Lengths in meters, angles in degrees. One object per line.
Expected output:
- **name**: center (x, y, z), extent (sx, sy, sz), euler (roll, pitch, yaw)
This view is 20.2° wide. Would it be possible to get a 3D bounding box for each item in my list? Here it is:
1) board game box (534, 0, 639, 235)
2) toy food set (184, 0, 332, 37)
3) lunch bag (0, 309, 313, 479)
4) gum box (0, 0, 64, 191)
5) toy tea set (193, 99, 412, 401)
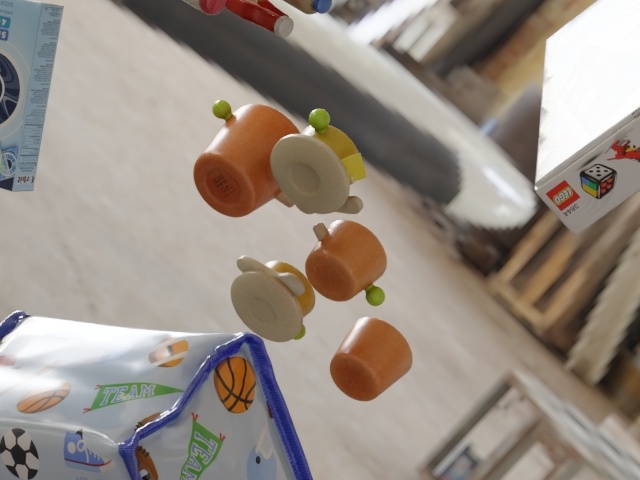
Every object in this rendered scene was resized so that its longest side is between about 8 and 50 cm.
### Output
- **board game box**: center (0.254, -0.138, 1.357), extent (0.053, 0.193, 0.305), euler (47, 24, -14)
- **toy food set**: center (-0.065, -0.302, 2.067), extent (0.232, 0.111, 0.104), euler (-5, 30, -44)
- **lunch bag**: center (-0.166, 0.273, 1.696), extent (0.328, 0.239, 0.385), euler (2, -59, 41)
- **gum box**: center (-0.339, -0.153, 1.757), extent (0.157, 0.184, 0.041), euler (13, 8, 24)
- **toy tea set**: center (0.000, 0.000, 1.799), extent (0.200, 0.124, 0.336), euler (8, -53, 34)
